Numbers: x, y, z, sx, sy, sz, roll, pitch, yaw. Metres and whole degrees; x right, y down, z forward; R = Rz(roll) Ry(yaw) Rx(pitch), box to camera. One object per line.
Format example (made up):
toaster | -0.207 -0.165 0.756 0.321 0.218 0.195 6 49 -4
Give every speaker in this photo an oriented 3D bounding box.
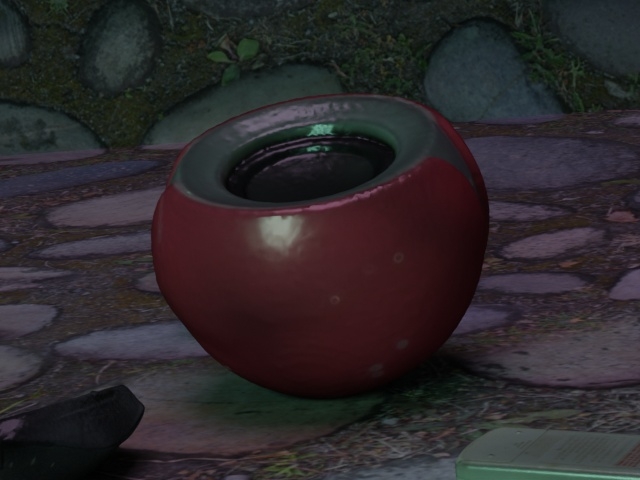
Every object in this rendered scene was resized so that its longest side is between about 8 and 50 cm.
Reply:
speaker | 0.000 0.000 1.604 0.294 0.294 0.294 -5 12 1

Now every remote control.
remote control | 0.191 0.160 1.317 0.190 0.029 0.087 1 13 28

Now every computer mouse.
computer mouse | -0.207 0.160 1.427 0.113 0.068 0.229 -16 -2 17
